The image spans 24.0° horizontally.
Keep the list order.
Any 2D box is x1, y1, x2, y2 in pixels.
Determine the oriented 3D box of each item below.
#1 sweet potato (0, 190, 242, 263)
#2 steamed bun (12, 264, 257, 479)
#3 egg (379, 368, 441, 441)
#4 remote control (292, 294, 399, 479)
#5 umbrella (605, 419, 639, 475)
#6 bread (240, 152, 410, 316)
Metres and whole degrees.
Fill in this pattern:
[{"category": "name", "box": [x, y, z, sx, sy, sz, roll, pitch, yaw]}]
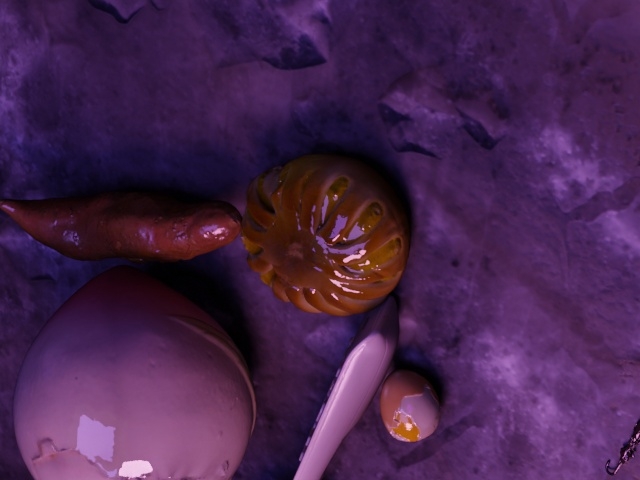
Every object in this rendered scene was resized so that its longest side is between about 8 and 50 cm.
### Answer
[{"category": "sweet potato", "box": [-0.235, -0.018, 1.872, 0.354, 0.106, 0.095, 4, 67, 29]}, {"category": "steamed bun", "box": [-0.231, 0.170, 1.849, 0.309, 0.309, 0.309, 13, 117, 28]}, {"category": "egg", "box": [0.103, 0.191, 1.754, 0.071, 0.071, 0.083, -14, 101, 37]}, {"category": "remote control", "box": [0.025, 0.209, 1.786, 0.055, 0.109, 0.313, 24, 120, 2]}, {"category": "umbrella", "box": [0.345, 0.217, 1.643, 0.022, 0.013, 0.122, 52, 133, 31]}, {"category": "bread", "box": [0.000, 0.000, 1.722, 0.213, 0.105, 0.213, 14, 119, 26]}]
